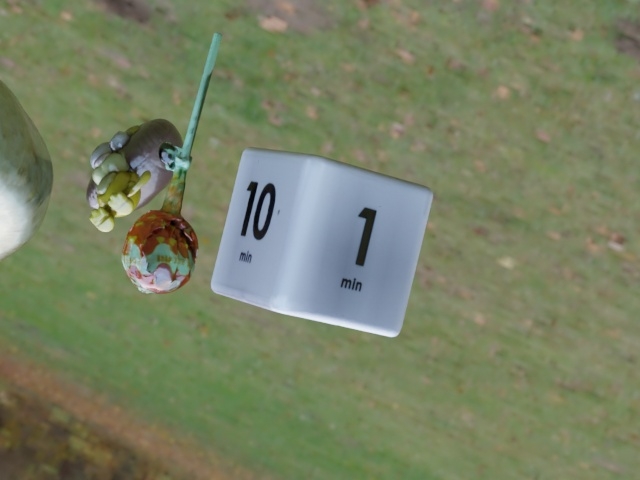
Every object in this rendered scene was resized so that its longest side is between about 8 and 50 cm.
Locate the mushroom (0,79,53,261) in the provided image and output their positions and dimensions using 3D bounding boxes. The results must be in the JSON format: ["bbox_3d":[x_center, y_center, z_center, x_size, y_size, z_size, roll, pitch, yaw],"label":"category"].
[{"bbox_3d":[-0.471,-0.060,1.600,0.352,0.260,0.352,-12,153,-7],"label":"mushroom"}]

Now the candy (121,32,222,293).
[{"bbox_3d":[-0.145,-0.082,1.542,0.078,0.288,0.084,15,180,-13],"label":"candy"}]

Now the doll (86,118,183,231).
[{"bbox_3d":[-0.229,-0.086,1.763,0.096,0.145,0.188,40,-176,-12],"label":"doll"}]

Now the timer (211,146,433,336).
[{"bbox_3d":[0.000,0.000,1.826,0.194,0.195,0.192,13,180,-31],"label":"timer"}]
